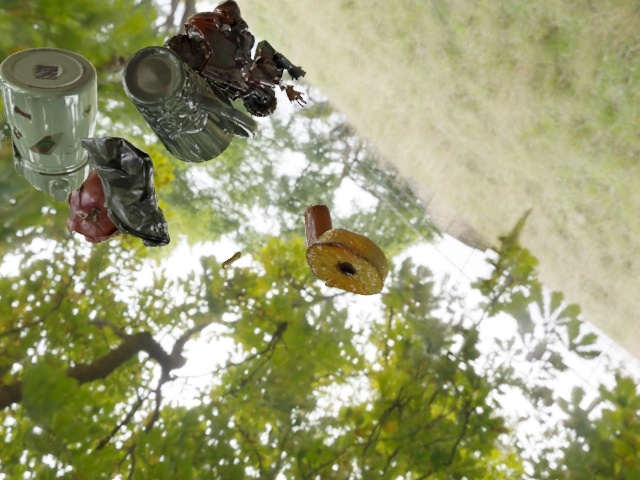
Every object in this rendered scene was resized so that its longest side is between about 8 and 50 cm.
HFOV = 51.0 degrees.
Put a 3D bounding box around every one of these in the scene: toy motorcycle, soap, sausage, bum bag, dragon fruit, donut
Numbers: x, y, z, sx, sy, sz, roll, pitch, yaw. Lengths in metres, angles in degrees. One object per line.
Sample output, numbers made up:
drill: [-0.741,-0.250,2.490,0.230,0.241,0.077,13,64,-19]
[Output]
toy motorcycle: [-0.151,-0.379,1.458,0.400,0.207,0.134,23,163,-38]
soap: [-0.307,0.068,2.320,0.012,0.034,0.089,24,-130,39]
sausage: [0.000,0.000,1.763,0.076,0.198,0.076,-8,177,0]
bum bag: [-0.392,-0.100,1.375,0.143,0.341,0.095,22,-120,10]
dragon fruit: [-0.713,-0.123,2.219,0.314,0.251,0.250,-14,164,43]
donut: [0.066,0.044,1.488,0.190,0.174,0.075,10,-130,28]

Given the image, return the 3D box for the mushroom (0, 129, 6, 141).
mushroom: [-0.925,-0.285,1.752,0.201,0.055,0.059,10,159,-1]

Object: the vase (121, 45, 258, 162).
vase: [-0.239,-0.239,1.190,0.250,0.156,0.301,14,175,6]

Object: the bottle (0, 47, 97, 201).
bottle: [-0.644,-0.269,1.626,0.229,0.352,0.229,7,-136,-7]
